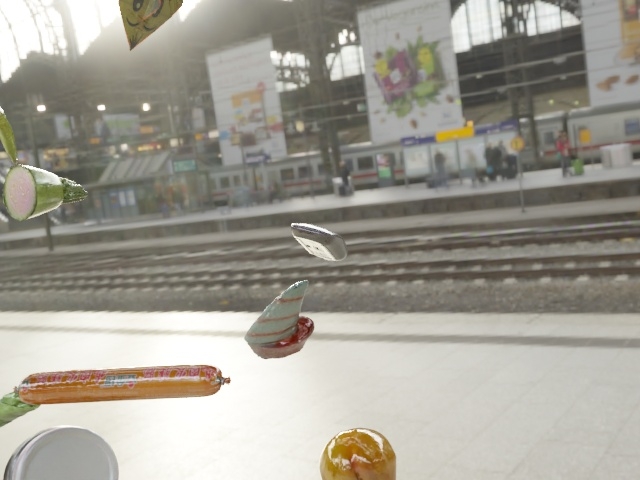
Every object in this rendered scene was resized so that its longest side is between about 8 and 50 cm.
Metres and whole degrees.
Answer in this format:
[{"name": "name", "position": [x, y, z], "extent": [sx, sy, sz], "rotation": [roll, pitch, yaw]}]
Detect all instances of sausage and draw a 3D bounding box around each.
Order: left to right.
[{"name": "sausage", "position": [-0.309, 0.222, 1.119], "extent": [0.347, 0.053, 0.053], "rotation": [-4, 5, 5]}]

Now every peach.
[{"name": "peach", "position": [0.065, 0.393, 1.263], "extent": [0.138, 0.138, 0.138], "rotation": [-7, 5, 1]}]

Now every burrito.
[{"name": "burrito", "position": [-0.642, 0.337, 1.381], "extent": [0.287, 0.054, 0.104], "rotation": [-29, -26, 20]}]

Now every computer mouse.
[{"name": "computer mouse", "position": [0.000, -0.001, 1.831], "extent": [0.120, 0.057, 0.232], "rotation": [16, -11, 19]}]

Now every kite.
[{"name": "kite", "position": [-0.494, -0.700, 2.085], "extent": [0.013, 0.328, 0.377], "rotation": [30, 17, 13]}]

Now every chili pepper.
[{"name": "chili pepper", "position": [-0.755, -0.267, 1.709], "extent": [0.048, 0.208, 0.043], "rotation": [-11, 34, 6]}]

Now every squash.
[{"name": "squash", "position": [-0.514, -0.095, 1.368], "extent": [0.105, 0.105, 0.132], "rotation": [-4, 4, 34]}]

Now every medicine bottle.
[{"name": "medicine bottle", "position": [-0.432, 0.391, 1.194], "extent": [0.165, 0.165, 0.273], "rotation": [-10, -11, -28]}]

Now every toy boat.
[{"name": "toy boat", "position": [-0.099, 0.207, 1.940], "extent": [0.206, 0.096, 0.282], "rotation": [-7, -38, -21]}]
